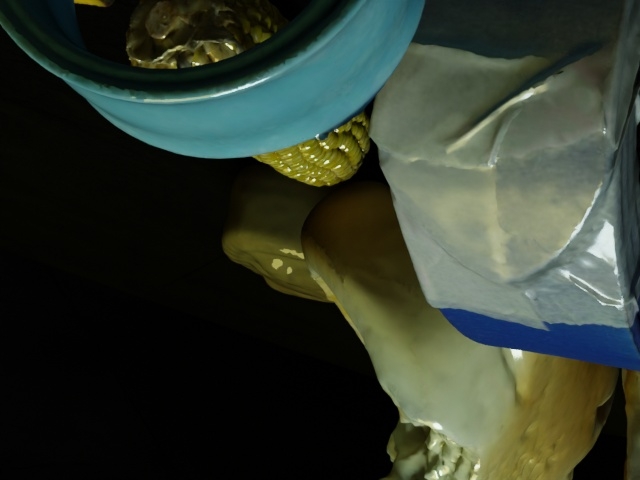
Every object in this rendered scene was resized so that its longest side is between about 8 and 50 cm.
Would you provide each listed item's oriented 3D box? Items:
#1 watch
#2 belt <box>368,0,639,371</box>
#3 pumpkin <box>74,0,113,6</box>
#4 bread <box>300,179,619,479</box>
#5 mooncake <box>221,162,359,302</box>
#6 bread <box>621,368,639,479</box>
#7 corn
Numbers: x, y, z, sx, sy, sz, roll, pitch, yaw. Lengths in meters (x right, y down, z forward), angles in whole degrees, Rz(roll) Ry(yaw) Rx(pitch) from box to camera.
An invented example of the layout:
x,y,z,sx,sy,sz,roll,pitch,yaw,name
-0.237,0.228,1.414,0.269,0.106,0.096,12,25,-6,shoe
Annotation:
x,y,z,sx,sy,sz,roll,pitch,yaw,name
-0.031,-0.133,0.534,0.211,0.193,0.211,15,172,2,watch
0.137,-0.046,0.713,0.117,0.212,0.347,10,162,25,belt
-0.217,-0.190,0.672,0.248,0.131,0.126,3,174,27,pumpkin
0.145,0.099,1.184,0.245,0.329,0.424,-20,146,8,bread
0.000,0.000,1.428,0.235,0.117,0.235,13,173,2,mooncake
0.393,0.202,1.135,0.279,0.390,0.371,1,166,17,bread
-0.036,-0.108,0.956,0.106,0.106,0.293,9,173,25,corn
